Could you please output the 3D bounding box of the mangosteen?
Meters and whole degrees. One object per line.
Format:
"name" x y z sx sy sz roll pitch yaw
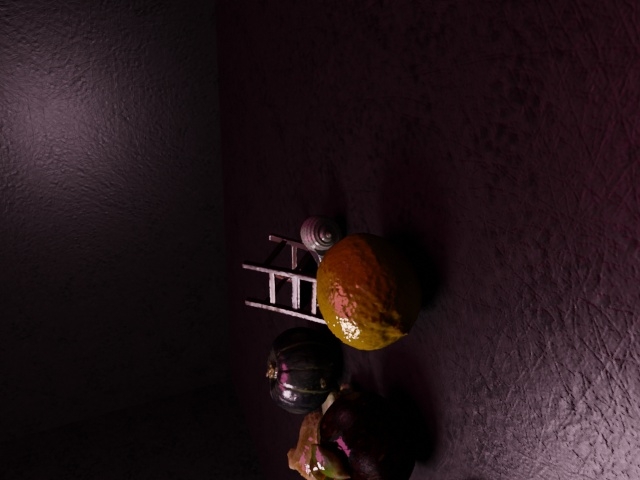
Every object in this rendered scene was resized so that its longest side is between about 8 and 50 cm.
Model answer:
"mangosteen" 0.119 0.578 1.333 0.311 0.310 0.312 170 90 -68

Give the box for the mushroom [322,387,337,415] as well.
"mushroom" 0.054 0.732 1.868 0.100 0.081 0.313 -10 86 63

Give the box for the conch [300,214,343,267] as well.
"conch" 0.009 -0.006 1.585 0.172 0.131 0.200 57 177 -8

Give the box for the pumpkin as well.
"pumpkin" -0.075 0.492 1.826 0.323 0.241 0.324 -174 90 -68

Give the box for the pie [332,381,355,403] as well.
"pie" 0.095 0.621 1.614 0.274 0.105 0.258 111 155 -87

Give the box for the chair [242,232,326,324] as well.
"chair" -0.039 0.141 1.728 0.241 0.415 0.203 -49 -34 -57

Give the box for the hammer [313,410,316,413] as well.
"hammer" -0.063 0.702 2.217 0.058 0.029 0.292 105 149 -43

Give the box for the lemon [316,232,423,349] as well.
"lemon" 0.114 0.121 1.200 0.322 0.267 0.269 -123 31 -49

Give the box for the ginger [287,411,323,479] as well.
"ginger" -0.045 0.848 1.978 0.221 0.130 0.276 -37 36 31
